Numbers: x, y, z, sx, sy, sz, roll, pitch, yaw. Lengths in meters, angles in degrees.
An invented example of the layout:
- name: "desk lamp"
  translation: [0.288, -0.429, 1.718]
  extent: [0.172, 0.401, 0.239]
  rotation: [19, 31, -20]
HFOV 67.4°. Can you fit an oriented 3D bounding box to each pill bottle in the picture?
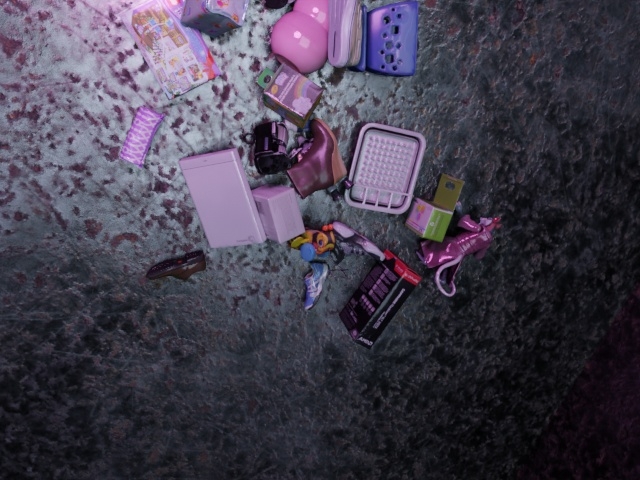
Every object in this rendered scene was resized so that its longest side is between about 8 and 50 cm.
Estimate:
- name: "pill bottle"
  translation: [-0.073, -0.432, 1.765]
  extent: [0.120, 0.067, 0.066]
  rotation: [-7, 111, -12]

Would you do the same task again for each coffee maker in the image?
- name: "coffee maker"
  translation: [-0.191, -0.319, 1.699]
  extent: [0.171, 0.178, 0.120]
  rotation: [-22, 135, 20]

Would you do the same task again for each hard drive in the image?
- name: "hard drive"
  translation: [-0.355, -0.144, 1.748]
  extent: [0.233, 0.047, 0.352]
  rotation: [-6, 115, 22]

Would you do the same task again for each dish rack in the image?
- name: "dish rack"
  translation: [0.248, -0.284, 1.904]
  extent: [0.286, 0.072, 0.332]
  rotation: [8, 107, -17]

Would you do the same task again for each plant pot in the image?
- name: "plant pot"
  translation: [0.202, -0.689, 1.663]
  extent: [0.212, 0.236, 0.235]
  rotation: [-3, 110, -7]

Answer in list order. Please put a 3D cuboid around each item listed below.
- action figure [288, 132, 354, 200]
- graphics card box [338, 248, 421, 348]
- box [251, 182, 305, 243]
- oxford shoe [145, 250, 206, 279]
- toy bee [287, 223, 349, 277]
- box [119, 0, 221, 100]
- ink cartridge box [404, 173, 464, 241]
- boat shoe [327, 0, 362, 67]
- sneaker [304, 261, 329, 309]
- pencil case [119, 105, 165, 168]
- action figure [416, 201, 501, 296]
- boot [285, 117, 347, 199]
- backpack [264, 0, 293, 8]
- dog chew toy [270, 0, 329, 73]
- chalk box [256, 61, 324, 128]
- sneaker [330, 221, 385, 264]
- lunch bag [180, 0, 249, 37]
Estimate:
- name: "action figure"
  translation: [-0.003, -0.286, 1.813]
  extent: [0.185, 0.099, 0.285]
  rotation: [-38, 95, 7]
- name: "graphics card box"
  translation: [0.240, 0.239, 2.003]
  extent: [0.094, 0.233, 0.370]
  rotation: [32, 98, -23]
- name: "box"
  translation: [-0.169, -0.104, 1.783]
  extent: [0.119, 0.181, 0.181]
  rotation: [-27, 116, -29]
- name: "oxford shoe"
  translation: [-0.547, 0.119, 1.832]
  extent: [0.228, 0.082, 0.096]
  rotation: [-15, 117, -8]
- name: "toy bee"
  translation: [0.000, 0.000, 1.826]
  extent: [0.299, 0.195, 0.162]
  rotation: [19, 114, 21]
- name: "box"
  translation: [-0.487, -0.641, 1.584]
  extent: [0.201, 0.057, 0.293]
  rotation: [-28, 114, -3]
- name: "ink cartridge box"
  translation: [0.456, -0.145, 1.947]
  extent: [0.097, 0.189, 0.255]
  rotation: [13, 104, -17]
- name: "boat shoe"
  translation: [0.085, -0.704, 1.516]
  extent: [0.094, 0.109, 0.302]
  rotation: [-12, 120, -35]
- name: "sneaker"
  translation: [-0.033, 0.186, 2.002]
  extent: [0.081, 0.080, 0.211]
  rotation: [18, 94, -14]
- name: "pencil case"
  translation: [-0.610, -0.352, 1.638]
  extent: [0.088, 0.086, 0.206]
  rotation: [29, 103, 12]
- name: "action figure"
  translation: [0.595, 0.012, 2.009]
  extent: [0.370, 0.275, 0.248]
  rotation: [-34, 109, 14]
- name: "boot"
  translation: [-0.034, -0.292, 1.702]
  extent: [0.207, 0.090, 0.248]
  rotation: [-29, 98, -20]
- name: "backpack"
  translation: [-0.108, -0.852, 1.548]
  extent: [0.115, 0.152, 0.181]
  rotation: [26, 67, 10]
- name: "dog chew toy"
  translation: [-0.019, -0.729, 1.607]
  extent: [0.207, 0.207, 0.331]
  rotation: [33, 91, -23]
- name: "chalk box"
  translation: [-0.116, -0.510, 1.664]
  extent: [0.213, 0.132, 0.132]
  rotation: [33, 85, -3]
- name: "sneaker"
  translation: [0.127, 0.044, 1.978]
  extent: [0.269, 0.101, 0.153]
  rotation: [32, 99, -17]
- name: "lunch bag"
  translation: [-0.312, -0.788, 1.470]
  extent: [0.160, 0.223, 0.262]
  rotation: [9, 95, -37]
